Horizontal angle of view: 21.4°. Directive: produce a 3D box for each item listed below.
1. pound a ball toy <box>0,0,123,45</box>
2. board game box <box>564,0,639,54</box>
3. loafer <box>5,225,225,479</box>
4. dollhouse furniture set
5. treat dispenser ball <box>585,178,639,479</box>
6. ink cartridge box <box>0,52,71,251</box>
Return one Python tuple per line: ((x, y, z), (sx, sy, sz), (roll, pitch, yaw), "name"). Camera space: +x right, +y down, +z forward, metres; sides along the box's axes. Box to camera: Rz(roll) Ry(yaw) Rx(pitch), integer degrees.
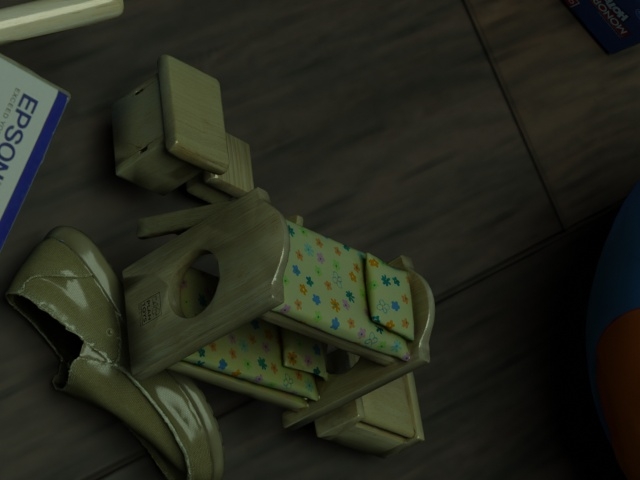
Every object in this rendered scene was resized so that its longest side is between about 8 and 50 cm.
((-0.159, -0.196, 0.814), (0.319, 0.135, 0.208), (-21, 116, -30), "pound a ball toy")
((0.181, -0.251, 1.027), (0.194, 0.060, 0.194), (47, 62, -12), "board game box")
((-0.102, 0.064, 0.820), (0.050, 0.056, 0.148), (-35, 89, -26), "loafer")
((0.000, 0.000, 0.845), (0.182, 0.101, 0.161), (24, 47, -43), "dollhouse furniture set")
((0.286, 0.053, 0.891), (0.288, 0.288, 0.288), (6, 78, -27), "treat dispenser ball")
((-0.276, -0.058, 0.593), (0.371, 0.069, 0.176), (30, 80, -37), "ink cartridge box")
